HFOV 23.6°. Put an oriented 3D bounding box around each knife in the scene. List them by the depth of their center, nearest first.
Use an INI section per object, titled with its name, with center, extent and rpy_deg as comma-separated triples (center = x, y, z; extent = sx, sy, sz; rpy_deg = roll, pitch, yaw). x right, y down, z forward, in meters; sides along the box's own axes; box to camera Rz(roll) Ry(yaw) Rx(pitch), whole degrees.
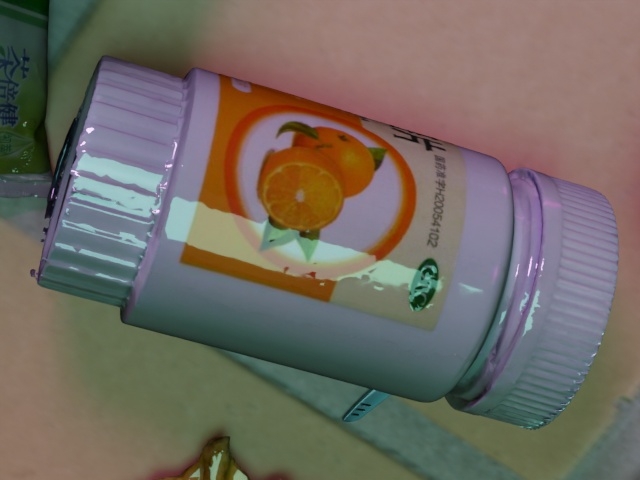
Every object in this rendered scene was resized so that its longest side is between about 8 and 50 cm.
[knife]
center = 0.051, 0.094, 1.028
extent = 0.091, 0.005, 0.014
rpy_deg = -40, 109, 7

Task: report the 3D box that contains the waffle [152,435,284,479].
[waffle]
center = -0.074, 0.270, 1.047
extent = 0.254, 0.052, 0.245
rpy_deg = -39, 107, 6

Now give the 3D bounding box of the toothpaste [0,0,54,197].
[toothpaste]
center = -0.190, -0.141, 0.904
extent = 0.078, 0.047, 0.248
rpy_deg = -2, 110, -24

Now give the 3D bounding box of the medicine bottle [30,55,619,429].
[medicine bottle]
center = 0.000, 0.000, 0.912
extent = 0.318, 0.158, 0.158
rpy_deg = 15, 105, -12
